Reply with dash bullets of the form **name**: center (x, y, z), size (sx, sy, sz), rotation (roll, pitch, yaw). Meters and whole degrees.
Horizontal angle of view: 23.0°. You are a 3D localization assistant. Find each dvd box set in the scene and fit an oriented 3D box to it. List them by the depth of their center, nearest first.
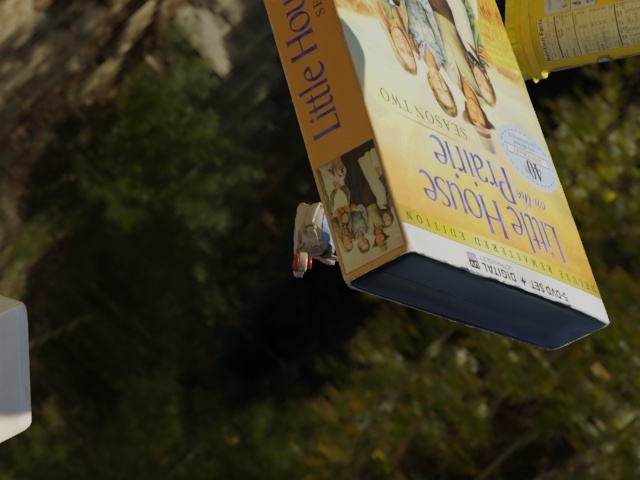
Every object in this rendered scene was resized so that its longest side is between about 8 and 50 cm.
- **dvd box set**: center (0.070, -0.135, 1.214), size (0.062, 0.420, 0.308), rotation (-29, 152, 27)

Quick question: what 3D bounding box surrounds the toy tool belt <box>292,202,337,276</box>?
- **toy tool belt**: center (0.000, 0.000, 1.562), size (0.083, 0.051, 0.052), rotation (-88, -175, -46)

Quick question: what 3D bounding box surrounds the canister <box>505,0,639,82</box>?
- **canister**: center (0.264, -0.220, 1.467), size (0.170, 0.073, 0.126), rotation (-9, -132, 20)

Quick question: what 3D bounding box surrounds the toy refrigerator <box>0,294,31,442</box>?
- **toy refrigerator**: center (-0.315, 0.057, 0.988), size (0.270, 0.094, 0.102), rotation (15, -156, 32)
